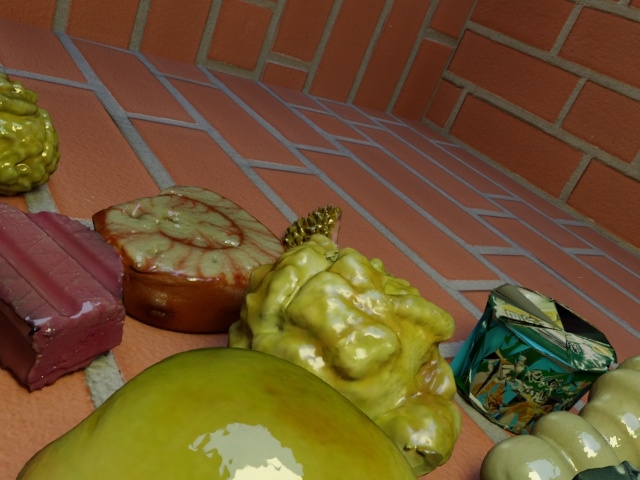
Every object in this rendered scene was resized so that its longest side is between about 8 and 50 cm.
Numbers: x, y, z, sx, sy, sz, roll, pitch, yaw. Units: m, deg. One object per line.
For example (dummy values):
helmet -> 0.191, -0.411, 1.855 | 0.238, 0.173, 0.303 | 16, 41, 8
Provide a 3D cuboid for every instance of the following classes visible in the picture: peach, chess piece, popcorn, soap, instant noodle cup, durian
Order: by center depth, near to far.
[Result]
peach -> -0.066, 0.232, 0.452 | 0.316, 0.281, 0.314 | 42, 22, 18
popcorn -> 0.022, 0.137, 0.728 | 0.278, 0.275, 0.335 | 61, -4, -4
soap -> -0.379, 0.049, 0.763 | 0.289, 0.112, 0.182 | 35, 26, 25
chess piece -> 0.369, 0.296, 0.782 | 0.331, 0.182, 0.182 | -17, 39, -20
popcorn -> -0.583, -0.193, 0.990 | 0.259, 0.212, 0.259 | 26, 23, -12
instant noodle cup -> 0.357, 0.212, 0.992 | 0.240, 0.178, 0.240 | 19, 24, -9
durian -> 0.002, -0.001, 1.228 | 0.132, 0.165, 0.182 | 52, 48, -9

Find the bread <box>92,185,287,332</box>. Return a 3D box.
bread -> -0.213, 0.024, 0.965 | 0.295, 0.114, 0.328 | 31, 24, 15

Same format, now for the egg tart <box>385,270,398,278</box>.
egg tart -> 0.093, 0.094, 1.096 | 0.131, 0.052, 0.130 | -14, 34, 10

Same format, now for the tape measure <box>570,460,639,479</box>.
tape measure -> 0.294, 0.350, 0.555 | 0.275, 0.256, 0.147 | 46, 18, -15
